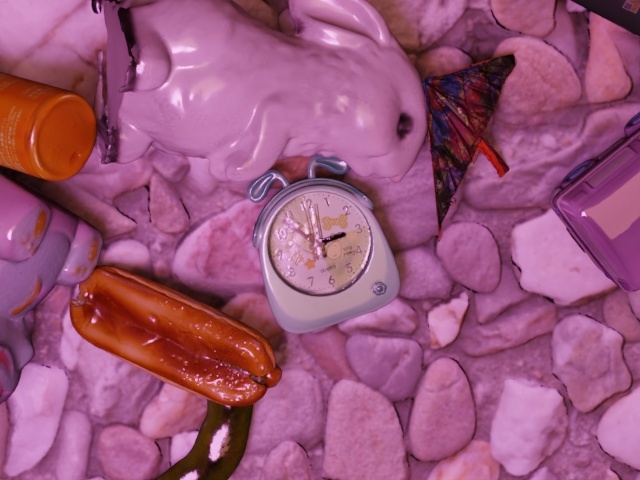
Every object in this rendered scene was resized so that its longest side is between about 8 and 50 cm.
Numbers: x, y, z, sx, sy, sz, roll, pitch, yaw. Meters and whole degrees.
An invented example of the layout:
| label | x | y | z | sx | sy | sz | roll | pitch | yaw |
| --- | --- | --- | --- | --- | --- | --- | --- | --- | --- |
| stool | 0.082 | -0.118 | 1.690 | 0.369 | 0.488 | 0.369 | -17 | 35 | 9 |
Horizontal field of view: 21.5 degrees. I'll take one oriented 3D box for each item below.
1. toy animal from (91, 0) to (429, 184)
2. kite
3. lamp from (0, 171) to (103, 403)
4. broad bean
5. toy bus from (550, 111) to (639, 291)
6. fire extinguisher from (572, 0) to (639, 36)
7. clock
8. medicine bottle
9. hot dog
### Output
| label | x | y | z | sx | sy | sz | roll | pitch | yaw |
| --- | --- | --- | --- | --- | --- | --- | --- | --- | --- |
| toy animal | -0.059 | -0.173 | 1.787 | 0.357 | 0.194 | 0.257 | 1 | 63 | -17 |
| kite | 0.156 | -0.117 | 1.833 | 0.189 | 0.009 | 0.232 | 41 | 70 | -43 |
| lamp | -0.406 | 0.061 | 1.796 | 0.247 | 0.247 | 0.301 | 31 | 89 | 24 |
| broad bean | -0.161 | 0.231 | 1.902 | 0.144 | 0.049 | 0.292 | 26 | 94 | 0 |
| toy bus | 0.369 | -0.054 | 1.840 | 0.202 | 0.142 | 0.142 | -39 | 98 | 2 |
| fire extinguisher | 0.309 | -0.299 | 1.821 | 0.311 | 0.095 | 0.114 | 28 | 126 | -7 |
| clock | 0.000 | 0.000 | 1.868 | 0.148 | 0.060 | 0.188 | -16 | 98 | 0 |
| medicine bottle | -0.331 | -0.127 | 1.763 | 0.192 | 0.096 | 0.096 | 18 | 99 | 37 |
| hot dog | -0.159 | 0.105 | 1.846 | 0.250 | 0.068 | 0.100 | 25 | 105 | 13 |
